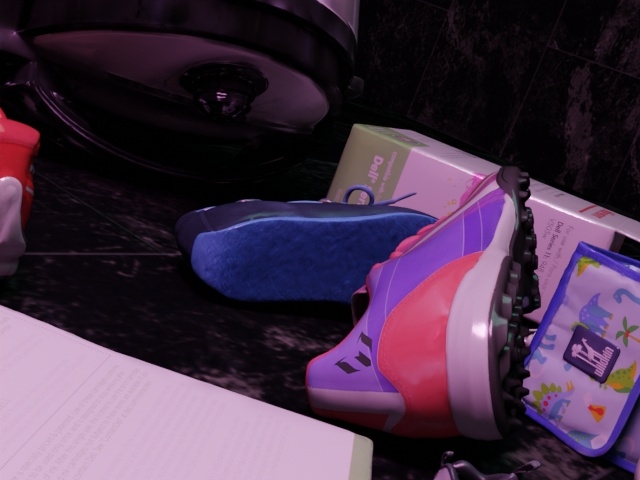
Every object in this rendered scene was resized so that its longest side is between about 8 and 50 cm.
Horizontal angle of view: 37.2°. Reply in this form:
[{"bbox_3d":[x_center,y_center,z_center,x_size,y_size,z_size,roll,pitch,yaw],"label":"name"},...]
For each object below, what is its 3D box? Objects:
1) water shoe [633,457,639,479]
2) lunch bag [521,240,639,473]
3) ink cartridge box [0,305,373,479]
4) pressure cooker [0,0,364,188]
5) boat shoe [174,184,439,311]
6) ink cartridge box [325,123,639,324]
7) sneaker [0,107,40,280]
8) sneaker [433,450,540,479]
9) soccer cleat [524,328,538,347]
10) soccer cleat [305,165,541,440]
[{"bbox_3d":[0.247,0.161,0.558,0.203,0.073,0.080,20,-9,-23],"label":"water shoe"},{"bbox_3d":[0.220,0.086,0.645,0.151,0.129,0.096,25,13,12],"label":"lunch bag"},{"bbox_3d":[-0.100,0.082,0.323,0.235,0.056,0.171,18,12,1],"label":"ink cartridge box"},{"bbox_3d":[-0.142,-0.262,0.926,0.369,0.420,0.375,2,-10,4],"label":"pressure cooker"},{"bbox_3d":[0.011,-0.002,0.731,0.258,0.109,0.089,14,11,-37],"label":"boat shoe"},{"bbox_3d":[0.201,-0.005,1.002,0.353,0.119,0.207,25,13,19],"label":"ink cartridge box"},{"bbox_3d":[-0.243,-0.074,0.590,0.107,0.118,0.279,8,18,-46],"label":"sneaker"},{"bbox_3d":[0.082,0.125,0.397,0.098,0.069,0.038,29,16,32],"label":"sneaker"},{"bbox_3d":[0.193,0.093,0.805,0.035,0.029,0.083,11,11,-6],"label":"soccer cleat"},{"bbox_3d":[0.083,0.027,0.633,0.116,0.109,0.318,-5,20,18],"label":"soccer cleat"}]
